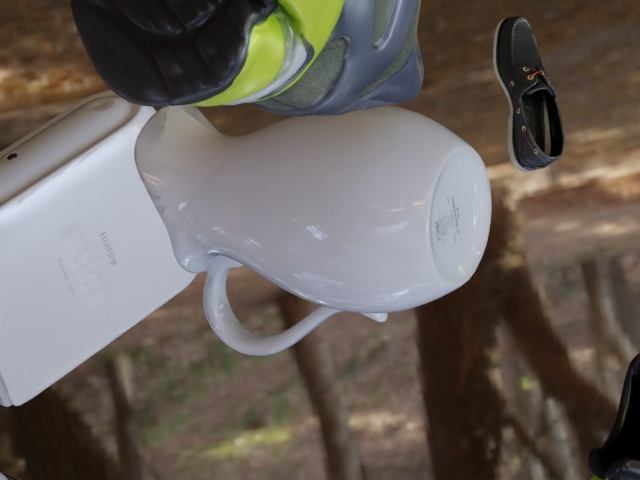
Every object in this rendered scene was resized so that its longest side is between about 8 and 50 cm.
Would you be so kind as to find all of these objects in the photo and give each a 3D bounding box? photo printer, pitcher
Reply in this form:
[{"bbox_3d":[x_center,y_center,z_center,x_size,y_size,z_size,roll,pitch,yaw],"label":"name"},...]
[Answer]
[{"bbox_3d":[-0.268,-0.001,1.761,0.307,0.256,0.107,-36,-138,-25],"label":"photo printer"},{"bbox_3d":[0.000,0.000,1.017,0.207,0.178,0.125,5,-148,32],"label":"pitcher"}]

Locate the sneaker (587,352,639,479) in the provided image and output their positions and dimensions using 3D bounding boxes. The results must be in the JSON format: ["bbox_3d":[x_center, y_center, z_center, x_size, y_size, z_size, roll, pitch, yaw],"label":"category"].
[{"bbox_3d":[0.244,0.086,1.003,0.084,0.097,0.235,9,-125,52],"label":"sneaker"}]

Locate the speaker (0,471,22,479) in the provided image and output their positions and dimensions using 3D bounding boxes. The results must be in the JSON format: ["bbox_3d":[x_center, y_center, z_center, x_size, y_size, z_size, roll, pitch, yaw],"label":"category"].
[{"bbox_3d":[-0.195,0.193,1.101,0.055,0.055,0.136,-14,152,25],"label":"speaker"}]

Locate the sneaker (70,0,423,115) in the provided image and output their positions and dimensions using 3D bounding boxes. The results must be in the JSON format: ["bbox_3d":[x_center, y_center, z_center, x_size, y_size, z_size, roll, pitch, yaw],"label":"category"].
[{"bbox_3d":[-0.009,-0.177,0.537,0.111,0.300,0.121,1,170,32],"label":"sneaker"}]

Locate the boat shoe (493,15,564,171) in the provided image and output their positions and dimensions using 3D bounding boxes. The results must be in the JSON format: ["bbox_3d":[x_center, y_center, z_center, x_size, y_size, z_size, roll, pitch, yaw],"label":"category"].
[{"bbox_3d":[0.176,-0.125,1.364,0.049,0.133,0.042,-2,170,-33],"label":"boat shoe"}]
